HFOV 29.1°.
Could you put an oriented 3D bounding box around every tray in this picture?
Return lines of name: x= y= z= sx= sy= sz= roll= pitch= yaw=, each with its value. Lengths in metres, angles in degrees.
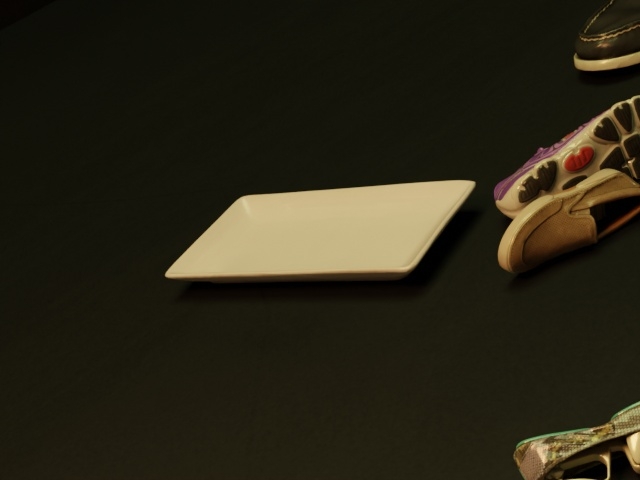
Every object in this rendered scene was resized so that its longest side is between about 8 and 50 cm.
tray: x=0.000 y=0.000 z=1.119 sx=0.270 sy=0.030 sz=0.145 roll=-3 pitch=30 yaw=35

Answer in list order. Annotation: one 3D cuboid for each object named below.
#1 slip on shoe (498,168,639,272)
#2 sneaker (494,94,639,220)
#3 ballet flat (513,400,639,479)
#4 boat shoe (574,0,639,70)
slip on shoe: x=0.200 y=-0.012 z=0.970 sx=0.135 sy=0.051 sz=0.041 roll=-26 pitch=37 yaw=-24
sneaker: x=0.220 y=-0.074 z=1.053 sx=0.169 sy=0.068 sz=0.071 roll=-28 pitch=20 yaw=-11
ballet flat: x=0.174 y=0.125 z=0.734 sx=0.114 sy=0.041 sz=0.041 roll=-20 pitch=25 yaw=5
boat shoe: x=0.386 y=-0.292 z=1.297 sx=0.340 sy=0.113 sz=0.127 roll=-31 pitch=27 yaw=-18
